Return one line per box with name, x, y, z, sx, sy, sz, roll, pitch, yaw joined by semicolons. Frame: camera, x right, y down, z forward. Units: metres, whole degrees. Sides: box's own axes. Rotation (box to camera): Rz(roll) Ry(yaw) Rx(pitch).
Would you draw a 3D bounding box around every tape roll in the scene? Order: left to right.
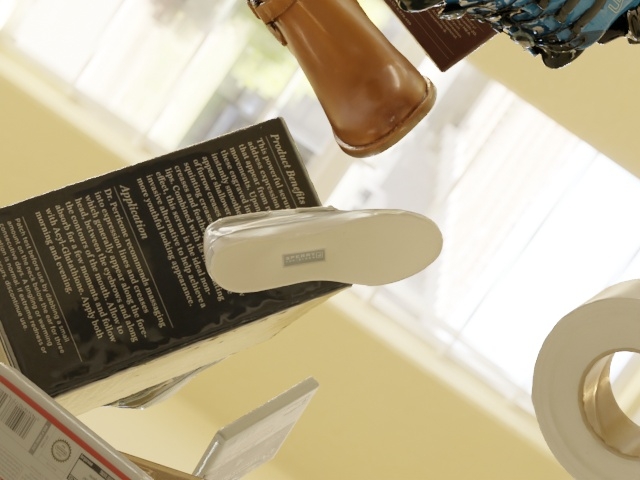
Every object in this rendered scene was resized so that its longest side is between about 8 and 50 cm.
tape roll;0.416;0.195;2.251;0.100;0.286;0.286;-24;154;-55

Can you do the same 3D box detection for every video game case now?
video game case;-0.268;0.263;1.400;0.285;0.204;0.025;-58;141;-1
video game case;-0.099;0.272;2.352;0.190;0.022;0.173;-27;156;-45

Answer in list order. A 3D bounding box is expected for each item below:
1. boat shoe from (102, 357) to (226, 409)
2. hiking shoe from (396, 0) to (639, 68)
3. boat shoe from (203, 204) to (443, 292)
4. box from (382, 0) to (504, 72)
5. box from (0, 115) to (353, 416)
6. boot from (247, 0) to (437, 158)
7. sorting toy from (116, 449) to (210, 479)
boat shoe;-0.201;0.142;2.434;0.119;0.121;0.335;-15;153;-51
hiking shoe;0.178;-0.201;1.425;0.304;0.132;0.113;-17;-170;-42
boat shoe;0.000;0.000;1.359;0.063;0.184;0.066;-113;-165;-54
box;0.190;-0.336;2.075;0.203;0.167;0.168;-33;-172;48
box;-0.214;0.051;1.990;0.395;0.212;0.293;-20;172;-25
boot;-0.003;-0.210;1.636;0.109;0.220;0.283;-34;-151;11
sorting toy;-0.157;0.244;1.564;0.193;0.208;0.038;-74;-173;-74
